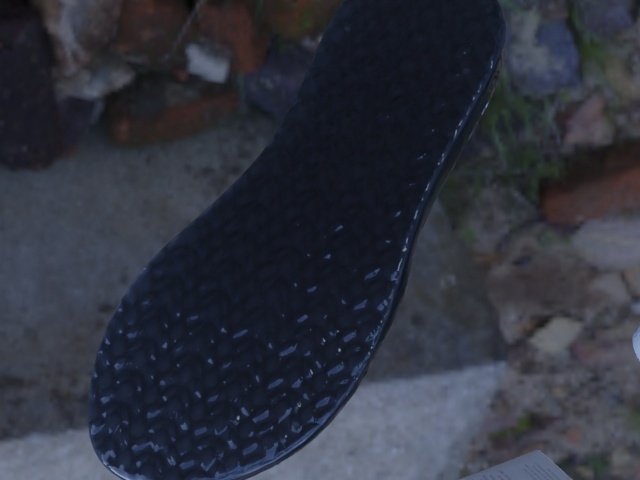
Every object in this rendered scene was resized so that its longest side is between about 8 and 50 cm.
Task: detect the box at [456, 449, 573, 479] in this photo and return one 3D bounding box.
[{"bbox_3d":[0.126,0.262,1.149,0.170,0.091,0.130,-19,116,-16],"label":"box"}]

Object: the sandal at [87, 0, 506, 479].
[{"bbox_3d":[0.003,0.000,1.056,0.167,0.446,0.107,28,160,16],"label":"sandal"}]

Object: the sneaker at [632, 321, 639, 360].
[{"bbox_3d":[0.379,0.147,1.257,0.258,0.094,0.091,46,136,9],"label":"sneaker"}]
